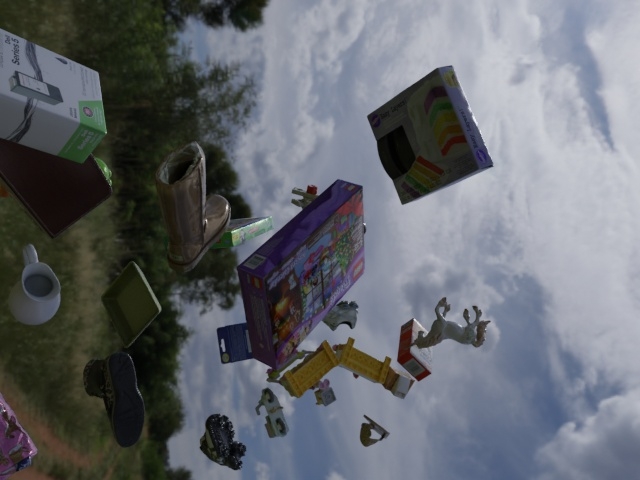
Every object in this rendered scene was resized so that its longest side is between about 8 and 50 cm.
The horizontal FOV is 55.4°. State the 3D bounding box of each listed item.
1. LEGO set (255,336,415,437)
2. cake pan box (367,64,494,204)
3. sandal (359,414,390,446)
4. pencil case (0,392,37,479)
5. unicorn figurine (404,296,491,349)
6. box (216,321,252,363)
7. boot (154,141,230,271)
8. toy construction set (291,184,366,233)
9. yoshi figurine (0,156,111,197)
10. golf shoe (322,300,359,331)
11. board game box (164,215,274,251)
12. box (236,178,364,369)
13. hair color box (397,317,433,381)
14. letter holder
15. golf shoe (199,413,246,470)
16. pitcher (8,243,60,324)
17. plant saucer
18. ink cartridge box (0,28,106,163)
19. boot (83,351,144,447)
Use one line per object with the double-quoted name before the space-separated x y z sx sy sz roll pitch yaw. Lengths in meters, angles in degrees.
"LEGO set" 0.015 0.228 1.032 0.107 0.286 0.132 -15 -96 59
"cake pan box" 0.244 -0.236 1.420 0.266 0.070 0.246 -23 -95 52
"sandal" 0.160 0.603 1.879 0.088 0.079 0.240 32 -12 24
"pencil case" -0.832 0.393 1.436 0.167 0.160 0.386 -29 -88 51
"unicorn figurine" 0.258 0.176 1.233 0.060 0.161 0.111 68 36 -62
"box" -0.266 0.367 2.230 0.036 0.225 0.137 156 -74 -65
"boot" -0.253 -0.092 1.261 0.270 0.089 0.236 98 9 -48
"toy construction set" 0.000 0.000 1.680 0.214 0.151 0.328 22 -56 23
"yoshi figurine" -0.850 -0.222 1.980 0.203 0.362 0.204 45 -53 44
"golf shoe" 0.022 0.211 1.710 0.069 0.176 0.086 121 -29 -76
"board game box" -0.296 -0.023 1.839 0.317 0.213 0.046 -32 115 -71
"box" -0.019 0.051 1.047 0.057 0.293 0.201 19 -47 28
"hair color box" 0.271 0.308 1.731 0.053 0.093 0.167 -40 -166 26
"letter holder" -0.722 -0.195 1.588 0.152 0.214 0.302 15 -38 52
"golf shoe" -0.231 0.438 1.323 0.198 0.093 0.077 78 25 -43
"pitcher" -0.758 0.121 1.610 0.207 0.125 0.178 -45 -118 50
"plant saucer" -0.548 0.187 1.793 0.188 0.045 0.188 -45 -113 24
"ink cartridge box" -0.602 -0.303 1.261 0.114 0.272 0.199 -38 -125 29
"boot" -0.542 0.412 1.587 0.178 0.085 0.237 -15 -97 45
